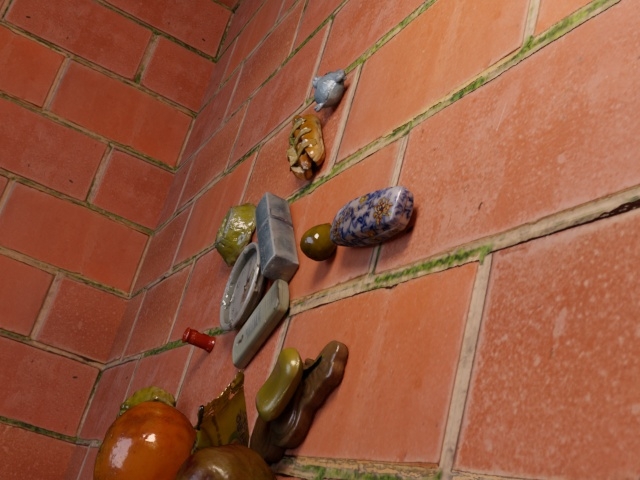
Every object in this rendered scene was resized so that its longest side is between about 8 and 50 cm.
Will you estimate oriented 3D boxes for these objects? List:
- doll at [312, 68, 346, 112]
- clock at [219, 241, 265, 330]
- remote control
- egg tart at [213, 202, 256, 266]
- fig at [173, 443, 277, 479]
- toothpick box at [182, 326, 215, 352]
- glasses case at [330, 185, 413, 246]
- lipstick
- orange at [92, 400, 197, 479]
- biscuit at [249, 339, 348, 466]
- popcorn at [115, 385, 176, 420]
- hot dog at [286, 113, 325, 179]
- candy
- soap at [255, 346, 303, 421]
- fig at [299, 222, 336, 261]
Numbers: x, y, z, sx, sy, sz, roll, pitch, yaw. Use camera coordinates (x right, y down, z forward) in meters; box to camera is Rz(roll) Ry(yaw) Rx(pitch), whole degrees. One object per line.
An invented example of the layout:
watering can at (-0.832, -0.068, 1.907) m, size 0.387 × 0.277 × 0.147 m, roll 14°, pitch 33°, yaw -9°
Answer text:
doll at (0.012, -0.402, 1.950) m, size 0.120 × 0.075 × 0.180 m, roll -54°, pitch 24°, yaw 20°
clock at (-0.186, 0.121, 1.904) m, size 0.236 × 0.053 × 0.237 m, roll -54°, pitch 23°, yaw 36°
remote control at (-0.137, 0.191, 1.732) m, size 0.233 × 0.038 × 0.098 m, roll -53°, pitch 24°, yaw 33°
egg tart at (-0.249, -0.027, 2.181) m, size 0.197 × 0.078 × 0.197 m, roll -53°, pitch 22°, yaw 32°
fig at (-0.138, 0.476, 1.259) m, size 0.191 × 0.190 × 0.290 m, roll -59°, pitch 36°, yaw 18°
toothpick box at (-0.330, 0.268, 2.051) m, size 0.047 × 0.083 × 0.047 m, roll -51°, pitch 24°, yaw 33°
glasses case at (0.089, -0.039, 1.392) m, size 0.248 × 0.065 × 0.087 m, roll -18°, pitch 53°, yaw 62°
lipstick at (-0.108, -0.009, 1.818) m, size 0.077 × 0.076 × 0.290 m, roll -55°, pitch 23°, yaw 24°
orange at (-0.410, 0.524, 1.781) m, size 0.284 × 0.226 × 0.284 m, roll -57°, pitch 20°, yaw 34°
biscuit at (-0.048, 0.292, 1.406) m, size 0.320 × 0.047 × 0.183 m, roll -46°, pitch 32°, yaw 40°
popcorn at (-0.464, 0.492, 2.013) m, size 0.189 × 0.169 × 0.218 m, roll -28°, pitch 48°, yaw 60°
hot dog at (-0.040, -0.246, 1.921) m, size 0.109 × 0.072 × 0.270 m, roll -52°, pitch 26°, yaw 27°
candy at (-0.193, 0.410, 1.441) m, size 0.187 × 0.081 × 0.297 m, roll -38°, pitch -40°, yaw -65°
soap at (-0.073, 0.260, 1.371) m, size 0.140 × 0.045 × 0.089 m, roll -61°, pitch 20°, yaw 12°
fig at (0.000, 0.000, 1.561) m, size 0.074 × 0.074 × 0.088 m, roll -36°, pitch 20°, yaw 53°
